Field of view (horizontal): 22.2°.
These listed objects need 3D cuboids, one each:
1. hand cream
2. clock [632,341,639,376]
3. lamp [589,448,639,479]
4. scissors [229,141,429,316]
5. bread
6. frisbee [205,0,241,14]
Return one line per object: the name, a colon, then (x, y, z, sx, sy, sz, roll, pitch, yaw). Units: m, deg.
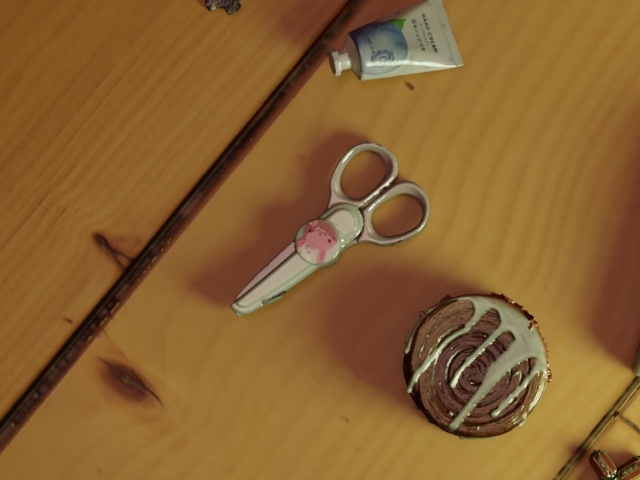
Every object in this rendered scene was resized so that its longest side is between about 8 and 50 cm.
hand cream: (0.077, -0.212, 1.777, 0.142, 0.053, 0.084, -16, 81, -7)
clock: (0.468, 0.047, 1.673, 0.231, 0.116, 0.262, 18, 85, 8)
lamp: (0.309, 0.262, 1.707, 0.063, 0.031, 0.083, 7, 88, 8)
scissors: (0.000, 0.000, 1.765, 0.242, 0.030, 0.118, -38, 80, -2)
bread: (0.162, 0.129, 1.714, 0.161, 0.073, 0.160, -1, 83, 6)
frisbee: (-0.092, -0.343, 1.825, 0.211, 0.012, 0.187, 20, 87, 7)
